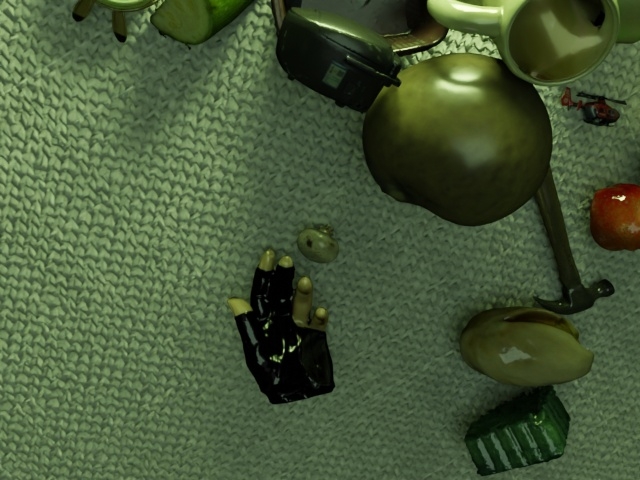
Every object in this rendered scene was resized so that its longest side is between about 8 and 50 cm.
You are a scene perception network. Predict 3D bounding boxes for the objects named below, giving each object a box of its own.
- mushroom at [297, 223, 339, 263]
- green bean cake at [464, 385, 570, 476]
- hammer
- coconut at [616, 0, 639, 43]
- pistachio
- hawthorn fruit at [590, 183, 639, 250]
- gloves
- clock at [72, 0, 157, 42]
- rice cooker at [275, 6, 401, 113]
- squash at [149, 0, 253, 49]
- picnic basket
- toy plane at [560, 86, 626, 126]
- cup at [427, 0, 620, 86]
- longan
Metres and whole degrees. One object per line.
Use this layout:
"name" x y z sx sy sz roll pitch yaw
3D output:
"mushroom" 0.000 0.000 1.251 0.085 0.085 0.079 34 65 -16
"green bean cake" 0.424 0.409 1.405 0.208 0.193 0.107 -29 91 25
"hammer" 0.478 -0.044 1.321 0.168 0.044 0.440 -23 108 -3
"coconut" 0.516 -0.455 1.118 0.236 0.204 0.236 0 92 5
"pistachio" 0.424 0.230 1.336 0.288 0.166 0.197 15 128 -17
"hawthorn fruit" 0.611 -0.050 1.295 0.133 0.133 0.138 -28 99 0
"gloves" -0.076 0.169 1.244 0.197 0.152 0.301 -8 102 -28
"clock" -0.330 -0.454 1.059 0.170 0.069 0.232 23 103 -15
"rice cooker" 0.029 -0.280 0.992 0.203 0.142 0.118 24 113 -12
"squash" -0.141 -0.465 1.105 0.111 0.203 0.288 43 61 -17
"picnic basket" 0.059 -0.415 1.098 0.297 0.129 0.222 -10 107 -6
"toy plane" 0.536 -0.260 1.267 0.145 0.037 0.060 10 101 -13
"cup" 0.308 -0.342 1.008 0.255 0.202 0.173 -15 125 13
"longan" 0.235 -0.174 1.109 0.319 0.319 0.319 -2 107 -8
